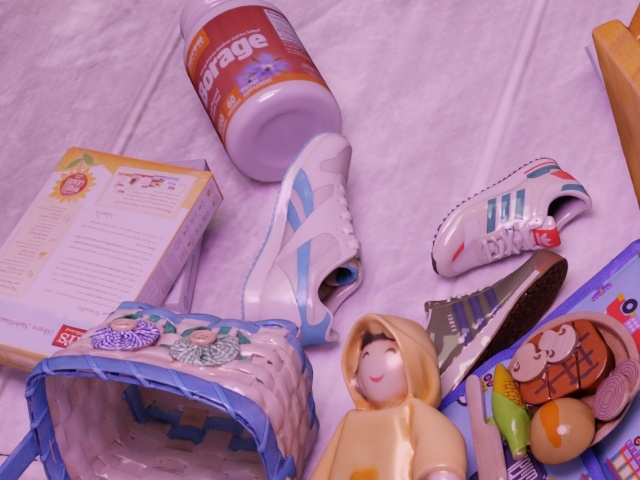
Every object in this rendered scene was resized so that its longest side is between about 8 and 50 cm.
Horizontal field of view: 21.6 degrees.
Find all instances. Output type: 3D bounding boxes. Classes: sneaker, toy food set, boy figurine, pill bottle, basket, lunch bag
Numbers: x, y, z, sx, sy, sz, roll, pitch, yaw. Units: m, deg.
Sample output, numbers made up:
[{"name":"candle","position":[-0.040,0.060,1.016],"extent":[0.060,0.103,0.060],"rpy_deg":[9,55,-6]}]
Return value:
[{"name":"sneaker","position":[0.177,-0.012,1.535],"extent":[0.161,0.057,0.075],"rpy_deg":[-34,43,-16]},{"name":"sneaker","position":[0.000,0.000,1.570],"extent":[0.092,0.087,0.228],"rpy_deg":[9,60,15]},{"name":"sneaker","position":[0.130,0.068,1.474],"extent":[0.086,0.064,0.192],"rpy_deg":[30,67,29]},{"name":"toy food set","position":[0.188,0.110,1.290],"extent":[0.192,0.038,0.132],"rpy_deg":[-29,45,24]},{"name":"boy figurine","position":[0.050,0.189,1.326],"extent":[0.177,0.092,0.285],"rpy_deg":[-13,57,48]},{"name":"pill bottle","position":[-0.069,-0.169,1.705],"extent":[0.121,0.121,0.216],"rpy_deg":[-25,47,-5]},{"name":"basket","position":[-0.142,0.185,1.365],"extent":[0.255,0.201,0.289],"rpy_deg":[6,42,20]},{"name":"lunch bag","position":[0.206,0.179,1.336],"extent":[0.293,0.138,0.221],"rpy_deg":[-34,45,6]}]

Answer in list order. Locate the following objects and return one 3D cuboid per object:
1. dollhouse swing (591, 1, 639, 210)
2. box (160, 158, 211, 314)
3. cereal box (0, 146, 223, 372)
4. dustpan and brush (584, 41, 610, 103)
[{"name":"dollhouse swing","position":[0.464,-0.079,1.364],"extent":[0.347,0.315,0.305],"rpy_deg":[-23,27,-4]},{"name":"box","position":[-0.189,0.004,1.649],"extent":[0.145,0.038,0.186],"rpy_deg":[-4,50,14]},{"name":"cereal box","position":[-0.220,0.022,1.585],"extent":[0.173,0.047,0.240],"rpy_deg":[12,56,27]},{"name":"dustpan and brush","position":[0.379,-0.165,1.616],"extent":[0.211,0.060,0.147],"rpy_deg":[-22,48,7]}]
